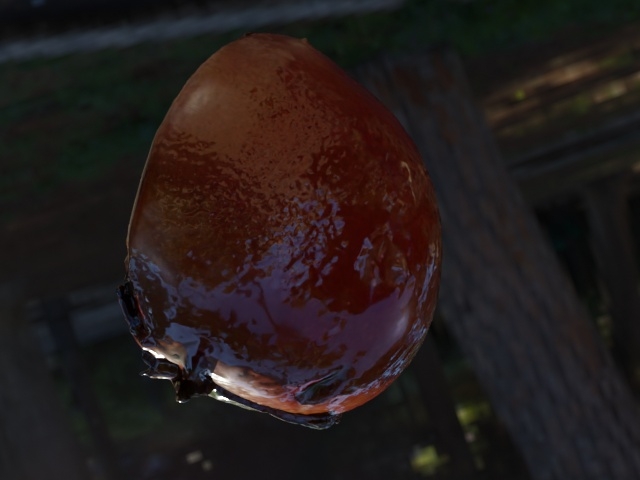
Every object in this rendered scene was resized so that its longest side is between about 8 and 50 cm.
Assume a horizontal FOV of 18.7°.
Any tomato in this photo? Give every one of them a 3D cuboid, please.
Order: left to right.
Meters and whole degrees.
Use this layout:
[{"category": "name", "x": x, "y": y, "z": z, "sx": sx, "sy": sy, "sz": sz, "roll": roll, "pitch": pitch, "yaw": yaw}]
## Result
[{"category": "tomato", "x": 0.003, "y": 0.005, "z": 1.443, "sx": 0.170, "sy": 0.309, "sz": 0.309, "roll": 17, "pitch": -163, "yaw": 31}]
